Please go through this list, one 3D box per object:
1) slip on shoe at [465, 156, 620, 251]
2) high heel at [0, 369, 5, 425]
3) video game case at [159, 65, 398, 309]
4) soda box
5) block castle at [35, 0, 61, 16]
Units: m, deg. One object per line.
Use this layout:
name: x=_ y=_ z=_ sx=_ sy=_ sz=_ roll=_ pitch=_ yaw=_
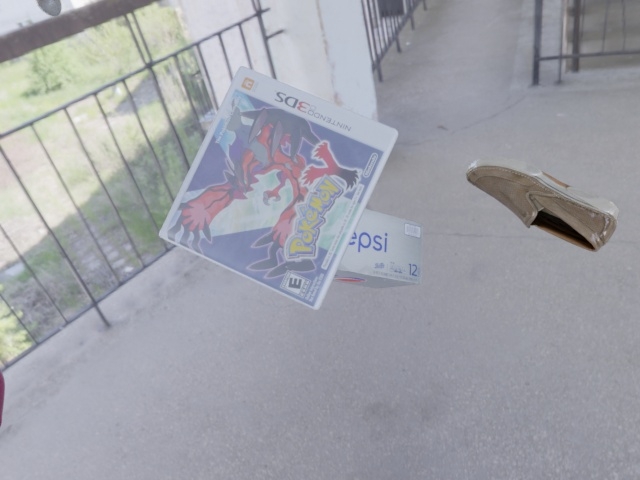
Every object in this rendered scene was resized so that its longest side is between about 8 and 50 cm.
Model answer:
slip on shoe: x=0.191 y=-0.032 z=0.465 sx=0.135 sy=0.051 sz=0.041 roll=27 pitch=73 yaw=17
high heel: x=-0.585 y=0.176 z=0.693 sx=0.127 sy=0.377 sz=0.181 roll=-37 pitch=69 yaw=5
video game case: x=-0.043 y=-0.057 z=0.537 sx=0.183 sy=0.023 sz=0.201 roll=24 pitch=87 yaw=7
soda box: x=0.000 y=0.000 z=0.686 sx=0.286 sy=0.091 sz=0.098 roll=12 pitch=-14 yaw=-31
block castle: x=-0.317 y=-0.416 z=0.498 sx=0.453 sy=0.213 sz=0.303 roll=-27 pitch=6 yaw=36
